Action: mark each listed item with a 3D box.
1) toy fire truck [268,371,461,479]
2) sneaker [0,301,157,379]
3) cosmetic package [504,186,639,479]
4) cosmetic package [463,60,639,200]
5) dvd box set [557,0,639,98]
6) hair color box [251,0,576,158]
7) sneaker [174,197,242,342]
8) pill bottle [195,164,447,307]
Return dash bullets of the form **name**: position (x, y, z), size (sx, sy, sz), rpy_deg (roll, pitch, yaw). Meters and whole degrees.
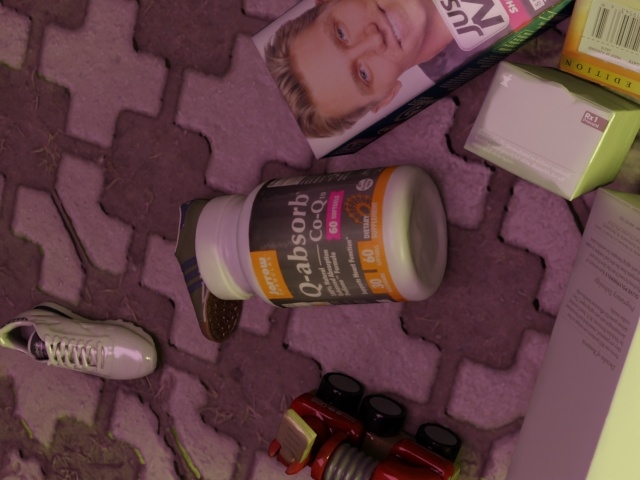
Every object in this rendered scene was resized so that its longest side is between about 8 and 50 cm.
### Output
- **toy fire truck**: position (0.036, 0.257, 1.352), size (0.217, 0.246, 0.159), rpy_deg (27, 110, 20)
- **sneaker**: position (-0.340, 0.152, 1.605), size (0.235, 0.095, 0.090), rpy_deg (10, 101, 23)
- **cosmetic package**: position (0.348, 0.148, 1.195), size (0.196, 0.155, 0.366), rpy_deg (8, 106, -17)
- **cosmetic package**: position (0.251, -0.118, 1.190), size (0.127, 0.238, 0.107), rpy_deg (29, 110, 20)
- **dvd box set**: position (0.426, -0.309, 1.096), size (0.307, 0.062, 0.421), rpy_deg (24, 127, 21)
- **hair color box**: position (0.108, -0.252, 1.313), size (0.347, 0.105, 0.174), rpy_deg (-31, 84, 27)
- **sneaker**: position (-0.154, 0.034, 1.518), size (0.086, 0.064, 0.192), rpy_deg (19, 116, 42)
- **pill bottle**: position (0.000, 0.000, 1.376), size (0.278, 0.162, 0.162), rpy_deg (-5, 96, 26)
